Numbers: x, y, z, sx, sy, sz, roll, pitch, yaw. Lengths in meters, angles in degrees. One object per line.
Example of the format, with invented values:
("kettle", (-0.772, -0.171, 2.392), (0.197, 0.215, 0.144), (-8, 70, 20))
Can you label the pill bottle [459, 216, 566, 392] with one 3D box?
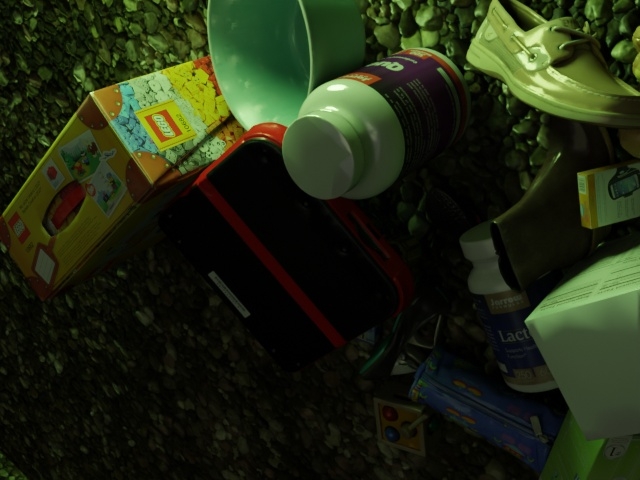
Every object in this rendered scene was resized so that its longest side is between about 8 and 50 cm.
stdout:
("pill bottle", (0.328, 0.097, 1.304), (0.153, 0.153, 0.264), (-15, 103, 42))

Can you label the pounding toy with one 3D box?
("pounding toy", (0.178, 0.354, 1.594), (0.141, 0.100, 0.130), (9, 118, 35))

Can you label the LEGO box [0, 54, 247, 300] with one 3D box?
("LEGO box", (-0.358, -0.123, 1.583), (0.500, 0.372, 0.193), (-36, 88, 43))

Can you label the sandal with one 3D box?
("sandal", (0.249, -0.027, 1.387), (0.179, 0.040, 0.067), (43, 139, -7))

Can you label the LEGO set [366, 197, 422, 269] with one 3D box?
("LEGO set", (0.000, 0.000, 1.451), (0.255, 0.192, 0.331), (-39, 79, 36))

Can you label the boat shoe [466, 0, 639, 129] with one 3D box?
("boat shoe", (0.311, -0.245, 1.084), (0.341, 0.122, 0.110), (50, 133, 51))

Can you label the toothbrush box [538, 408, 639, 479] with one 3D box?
("toothbrush box", (0.485, 0.365, 1.279), (0.206, 0.122, 0.283), (5, 124, -8))

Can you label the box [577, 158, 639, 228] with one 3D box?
("box", (0.438, -0.071, 1.163), (0.028, 0.136, 0.081), (-148, 46, -68))

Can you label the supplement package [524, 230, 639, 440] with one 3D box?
("supplement package", (0.460, 0.116, 1.134), (0.198, 0.263, 0.199), (-24, 96, 43))

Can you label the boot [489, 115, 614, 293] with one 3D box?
("boot", (0.332, -0.068, 1.173), (0.090, 0.207, 0.248), (15, 127, 58))

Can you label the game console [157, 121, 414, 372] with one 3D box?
("game console", (-0.063, 0.023, 1.365), (0.386, 0.060, 0.342), (50, 130, -6))

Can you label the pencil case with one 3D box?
("pencil case", (0.306, 0.299, 1.441), (0.306, 0.133, 0.119), (26, 85, 26))

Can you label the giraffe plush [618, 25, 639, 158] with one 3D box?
("giraffe plush", (0.471, -0.170, 1.073), (0.210, 0.181, 0.170), (20, 144, -13))

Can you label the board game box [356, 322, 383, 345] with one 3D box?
("board game box", (0.060, 0.098, 1.598), (0.136, 0.035, 0.201), (17, 122, 31))

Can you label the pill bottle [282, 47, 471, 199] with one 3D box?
("pill bottle", (0.087, -0.176, 1.235), (0.181, 0.323, 0.181), (18, 122, 30))

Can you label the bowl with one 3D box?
("bowl", (-0.042, -0.329, 1.339), (0.311, 0.163, 0.311), (28, 127, 46))

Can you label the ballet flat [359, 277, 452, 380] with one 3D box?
("ballet flat", (0.163, 0.194, 1.531), (0.096, 0.095, 0.280), (33, 130, 9))
